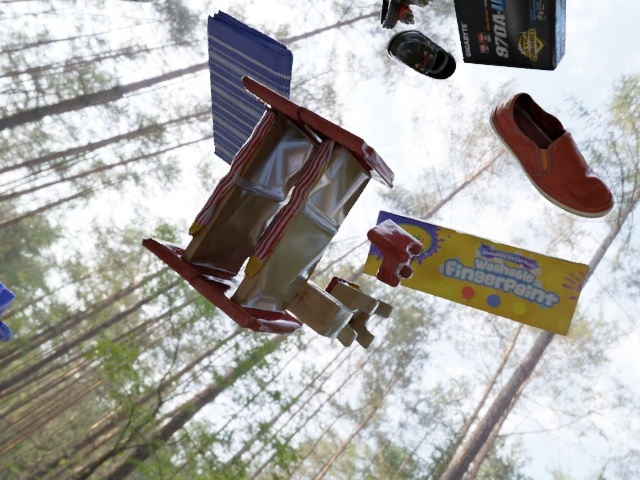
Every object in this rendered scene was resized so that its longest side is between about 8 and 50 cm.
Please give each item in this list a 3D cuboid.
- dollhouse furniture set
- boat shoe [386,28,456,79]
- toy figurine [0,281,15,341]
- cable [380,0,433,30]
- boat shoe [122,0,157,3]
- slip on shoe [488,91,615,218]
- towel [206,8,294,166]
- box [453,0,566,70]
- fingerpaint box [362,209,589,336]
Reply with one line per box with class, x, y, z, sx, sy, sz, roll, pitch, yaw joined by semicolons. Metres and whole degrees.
dollhouse furniture set;0.000;0.000;0.630;0.152;0.374;0.201;34;-89;26
boat shoe;0.145;-0.261;0.729;0.042;0.133;0.049;54;-55;31
toy figurine;-0.604;0.112;0.817;0.217;0.191;0.362;43;-53;-14
cable;0.170;-0.539;1.145;0.072;0.287;0.139;21;-65;-20
boat shoe;-0.261;-0.559;0.956;0.156;0.500;0.186;-34;-93;46
slip on shoe;0.495;-0.181;1.096;0.331;0.123;0.101;51;-15;8
towel;-0.145;-0.272;1.070;0.243;0.040;0.336;37;-40;28
box;0.312;-0.395;0.860;0.175;0.051;0.220;21;-27;36
fingerpaint box;0.369;0.067;1.261;0.445;0.371;0.163;17;-86;18
